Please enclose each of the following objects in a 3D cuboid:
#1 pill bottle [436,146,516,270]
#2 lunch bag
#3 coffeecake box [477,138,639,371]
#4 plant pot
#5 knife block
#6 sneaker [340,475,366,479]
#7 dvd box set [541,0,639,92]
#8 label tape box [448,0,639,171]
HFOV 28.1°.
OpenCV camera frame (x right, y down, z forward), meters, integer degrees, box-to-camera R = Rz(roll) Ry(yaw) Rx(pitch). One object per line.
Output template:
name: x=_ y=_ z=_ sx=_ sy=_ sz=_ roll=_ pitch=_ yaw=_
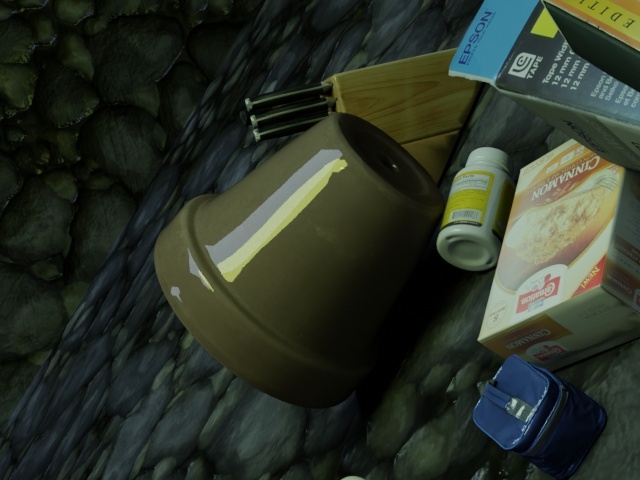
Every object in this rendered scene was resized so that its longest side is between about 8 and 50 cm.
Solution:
pill bottle: x=0.156 y=-0.033 z=1.248 sx=0.065 sy=0.065 sz=0.116 roll=-35 pitch=28 yaw=50
lunch bag: x=0.160 y=0.130 z=0.974 sx=0.067 sy=0.065 sz=0.098 roll=-58 pitch=19 yaw=0
coffeecake box: x=0.214 y=0.001 z=1.037 sx=0.142 sy=0.068 sz=0.185 roll=-32 pitch=31 yaw=50
plant pot: x=0.000 y=0.000 z=1.297 sx=0.229 sy=0.263 sz=0.263 roll=-49 pitch=20 yaw=21
knife block: x=0.041 y=-0.159 z=1.465 sx=0.088 sy=0.242 sz=0.275 roll=-16 pitch=45 yaw=63
sneaker: x=0.017 y=0.251 z=1.132 sx=0.057 sy=0.075 sz=0.161 roll=-52 pitch=19 yaw=18
dvd box set: x=0.365 y=-0.209 z=0.696 sx=0.420 sy=0.062 sz=0.307 roll=-44 pitch=38 yaw=-1
label tape box: x=0.282 y=-0.173 z=0.925 sx=0.249 sy=0.115 sz=0.348 roll=-60 pitch=35 yaw=-2
